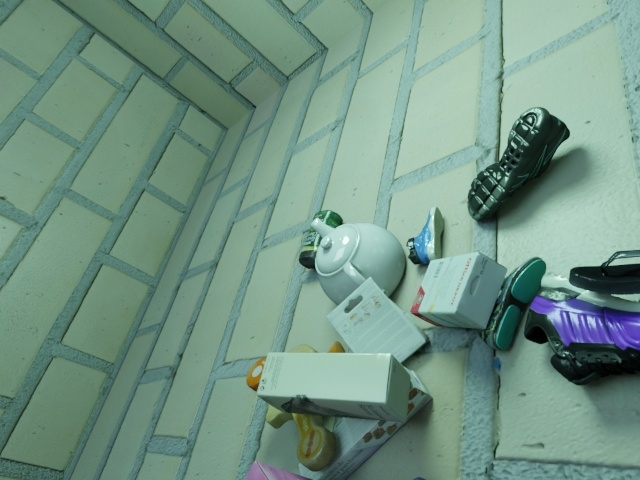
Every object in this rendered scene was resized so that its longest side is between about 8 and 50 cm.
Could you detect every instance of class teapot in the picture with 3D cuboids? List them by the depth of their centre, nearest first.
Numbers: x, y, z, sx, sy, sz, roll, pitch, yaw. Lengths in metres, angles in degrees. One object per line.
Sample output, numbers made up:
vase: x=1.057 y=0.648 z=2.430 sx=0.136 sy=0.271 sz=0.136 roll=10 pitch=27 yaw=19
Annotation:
teapot: x=0.077 y=0.050 z=1.152 sx=0.256 sy=0.187 sz=0.252 roll=-17 pitch=47 yaw=45

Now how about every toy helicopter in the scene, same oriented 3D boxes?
toy helicopter: x=-0.026 y=0.356 z=1.027 sx=0.235 sy=0.140 sz=0.355 roll=-41 pitch=24 yaw=3

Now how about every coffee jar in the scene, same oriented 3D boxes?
coffee jar: x=0.000 y=0.000 z=1.413 sx=0.096 sy=0.079 sz=0.184 roll=-12 pitch=51 yaw=49

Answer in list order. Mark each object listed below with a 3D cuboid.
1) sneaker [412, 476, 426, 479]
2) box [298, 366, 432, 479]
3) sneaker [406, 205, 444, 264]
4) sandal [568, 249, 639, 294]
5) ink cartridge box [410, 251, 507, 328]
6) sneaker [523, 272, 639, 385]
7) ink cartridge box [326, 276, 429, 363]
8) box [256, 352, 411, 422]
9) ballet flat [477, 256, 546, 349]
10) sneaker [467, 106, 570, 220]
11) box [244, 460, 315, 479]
sneaker: x=0.224 y=0.419 z=0.704 sx=0.087 sy=0.083 sz=0.221 roll=-32 pitch=10 yaw=-28
box: x=0.086 y=0.391 z=0.924 sx=0.324 sy=0.063 sz=0.067 roll=-48 pitch=30 yaw=11
sneaker: x=0.248 y=-0.011 z=1.097 sx=0.085 sy=0.058 sz=0.152 roll=-13 pitch=56 yaw=37
sandal: x=0.483 y=0.032 z=0.630 sx=0.255 sy=0.054 sz=0.097 roll=-7 pitch=7 yaw=18
ink cartridge box: x=0.266 y=0.101 z=0.893 sx=0.127 sy=0.072 sz=0.175 roll=-63 pitch=11 yaw=-14
sneaker: x=0.422 y=0.156 z=0.657 sx=0.146 sy=0.102 sz=0.293 roll=-57 pitch=23 yaw=-3
ink cartridge box: x=0.121 y=0.192 z=0.990 sx=0.145 sy=0.045 sz=0.179 roll=-45 pitch=72 yaw=17
box: x=0.024 y=0.279 z=0.874 sx=0.275 sy=0.113 sz=0.094 roll=-8 pitch=51 yaw=30
ballet flat: x=0.347 y=0.109 z=0.839 sx=0.188 sy=0.070 sz=0.070 roll=-58 pitch=30 yaw=-8
sneaker: x=0.418 y=-0.144 z=0.962 sx=0.267 sy=0.106 sz=0.101 roll=-61 pitch=29 yaw=32
box: x=-0.056 y=0.544 z=0.795 sx=0.213 sy=0.243 sz=0.117 roll=-59 pitch=31 yaw=-8
